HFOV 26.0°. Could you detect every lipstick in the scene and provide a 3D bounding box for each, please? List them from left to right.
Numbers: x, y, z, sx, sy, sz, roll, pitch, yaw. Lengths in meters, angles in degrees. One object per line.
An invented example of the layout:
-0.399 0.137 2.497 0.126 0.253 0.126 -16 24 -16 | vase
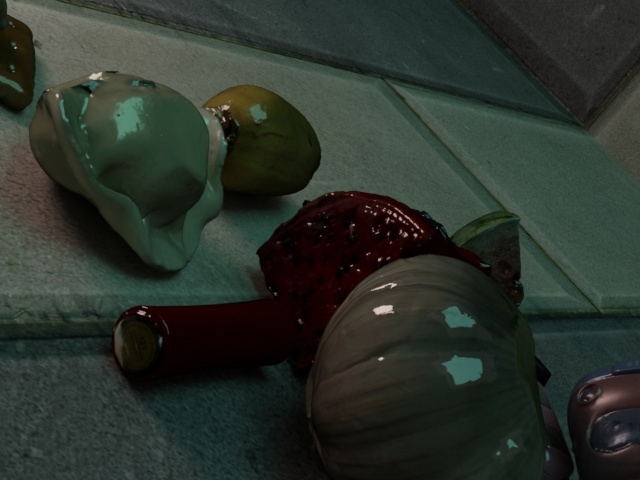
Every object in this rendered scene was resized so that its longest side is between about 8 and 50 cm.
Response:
-0.120 0.103 1.477 0.080 0.080 0.241 49 24 24 | lipstick

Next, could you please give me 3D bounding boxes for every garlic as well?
0.106 0.174 1.464 0.317 0.259 0.318 -13 90 -69 | garlic

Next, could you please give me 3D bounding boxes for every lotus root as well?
-0.092 -0.133 1.872 0.130 0.146 0.303 31 7 24 | lotus root

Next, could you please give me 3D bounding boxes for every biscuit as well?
-0.493 -0.285 1.690 0.324 0.044 0.217 28 26 -26 | biscuit

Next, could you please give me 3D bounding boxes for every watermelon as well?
0.291 0.015 2.262 0.158 0.121 0.098 38 0 -14 | watermelon

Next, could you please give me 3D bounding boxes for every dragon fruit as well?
0.070 0.107 1.714 0.302 0.240 0.330 23 -21 50 | dragon fruit

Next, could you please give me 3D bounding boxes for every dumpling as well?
-0.226 -0.076 1.601 0.318 0.187 0.243 -11 89 -63 | dumpling

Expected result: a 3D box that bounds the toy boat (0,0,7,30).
-0.531 -0.392 1.653 0.276 0.111 0.293 -1 50 -46 | toy boat

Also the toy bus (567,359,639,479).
0.406 0.305 1.682 0.232 0.197 0.294 -62 142 -57 | toy bus

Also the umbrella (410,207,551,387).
0.211 0.089 2.018 0.340 0.118 0.118 47 21 -5 | umbrella

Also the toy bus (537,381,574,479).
0.264 0.256 1.772 0.063 0.090 0.203 29 23 -21 | toy bus

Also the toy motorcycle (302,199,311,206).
0.000 0.000 1.876 0.100 0.058 0.173 36 15 -5 | toy motorcycle
